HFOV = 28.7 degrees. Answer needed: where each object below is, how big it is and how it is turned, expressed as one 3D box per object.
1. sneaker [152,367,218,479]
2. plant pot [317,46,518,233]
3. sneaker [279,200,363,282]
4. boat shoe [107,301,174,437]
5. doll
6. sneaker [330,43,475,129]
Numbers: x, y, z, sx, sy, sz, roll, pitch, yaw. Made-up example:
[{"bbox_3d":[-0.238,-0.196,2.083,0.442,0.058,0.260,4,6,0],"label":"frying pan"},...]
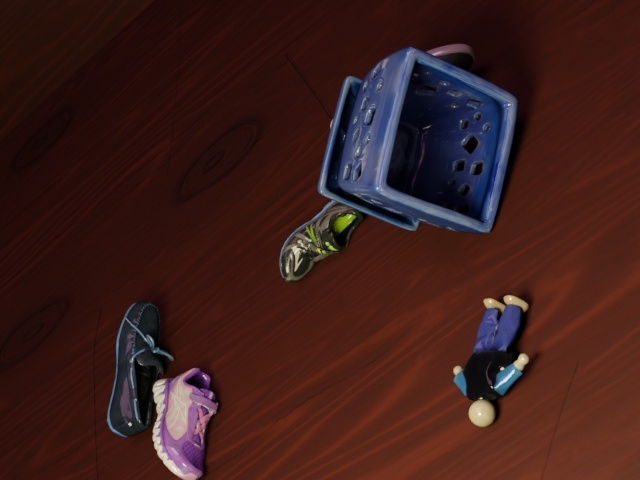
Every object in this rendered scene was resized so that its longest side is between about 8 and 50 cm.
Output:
[{"bbox_3d":[-0.222,0.305,2.139,0.104,0.095,0.236,-33,37,15],"label":"sneaker"},{"bbox_3d":[0.139,-0.142,1.956,0.212,0.236,0.236,-6,68,56],"label":"plant pot"},{"bbox_3d":[0.000,0.000,2.159,0.188,0.067,0.078,-44,28,8],"label":"sneaker"},{"bbox_3d":[-0.322,0.238,2.327,0.089,0.109,0.258,-11,68,36],"label":"boat shoe"},{"bbox_3d":[0.240,0.168,1.737,0.129,0.046,0.189,-12,51,46],"label":"doll"},{"bbox_3d":[0.155,-0.209,2.144,0.296,0.104,0.147,-33,50,22],"label":"sneaker"}]
